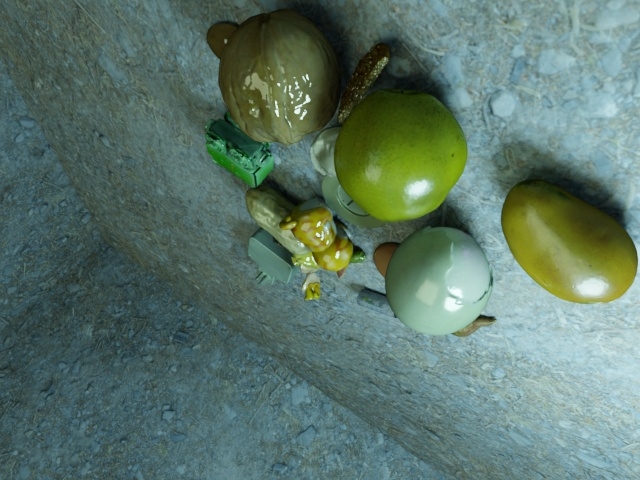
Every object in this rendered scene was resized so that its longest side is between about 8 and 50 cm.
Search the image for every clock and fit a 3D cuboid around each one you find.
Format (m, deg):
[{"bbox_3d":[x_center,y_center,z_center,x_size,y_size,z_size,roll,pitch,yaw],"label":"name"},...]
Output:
[{"bbox_3d":[0.110,-0.131,1.417,0.235,0.029,0.235,27,149,18],"label":"clock"}]

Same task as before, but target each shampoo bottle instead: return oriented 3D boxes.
[{"bbox_3d":[0.239,0.242,1.730,0.214,0.072,0.072,16,143,34],"label":"shampoo bottle"}]

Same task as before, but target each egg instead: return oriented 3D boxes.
[{"bbox_3d":[0.318,0.101,1.245,0.278,0.278,0.336,33,152,12],"label":"egg"}]

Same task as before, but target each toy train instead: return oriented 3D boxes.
[{"bbox_3d":[-0.265,-0.296,1.516,0.243,0.132,0.188,34,158,9],"label":"toy train"}]

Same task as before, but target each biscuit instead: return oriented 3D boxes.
[{"bbox_3d":[0.090,-0.361,1.031,0.025,0.126,0.206,20,145,-18],"label":"biscuit"}]

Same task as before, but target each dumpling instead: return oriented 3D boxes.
[{"bbox_3d":[0.046,-0.245,1.252,0.199,0.118,0.136,-20,120,33],"label":"dumpling"}]

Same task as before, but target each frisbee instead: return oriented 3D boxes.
[{"bbox_3d":[0.285,0.103,1.543,0.251,0.021,0.251,28,150,18],"label":"frisbee"}]

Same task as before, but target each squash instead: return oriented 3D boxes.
[{"bbox_3d":[0.094,0.056,1.665,0.183,0.052,0.052,1,133,52],"label":"squash"}]

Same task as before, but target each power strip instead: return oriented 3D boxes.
[{"bbox_3d":[-0.218,0.102,1.990,0.229,0.141,0.261,36,147,9],"label":"power strip"}]

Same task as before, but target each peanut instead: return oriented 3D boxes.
[{"bbox_3d":[-0.137,-0.080,1.641,0.313,0.152,0.152,42,150,4],"label":"peanut"}]

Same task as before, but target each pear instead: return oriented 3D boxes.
[{"bbox_3d":[0.174,-0.191,1.028,0.294,0.294,0.294,28,148,19],"label":"pear"}]

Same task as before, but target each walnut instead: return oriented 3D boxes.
[{"bbox_3d":[-0.094,-0.369,1.090,0.252,0.277,0.313,57,171,40],"label":"walnut"}]

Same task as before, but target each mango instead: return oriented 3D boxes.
[{"bbox_3d":[0.519,0.002,0.999,0.317,0.173,0.211,46,150,3],"label":"mango"}]

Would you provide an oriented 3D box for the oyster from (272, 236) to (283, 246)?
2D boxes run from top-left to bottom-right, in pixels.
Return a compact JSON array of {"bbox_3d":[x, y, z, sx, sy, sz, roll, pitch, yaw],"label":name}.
[{"bbox_3d":[-0.137,0.002,1.833,0.148,0.051,0.103,31,-174,29],"label":"oyster"}]

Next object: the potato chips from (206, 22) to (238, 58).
[{"bbox_3d":[-0.232,-0.509,1.267,0.201,0.049,0.150,32,155,2],"label":"potato chips"}]

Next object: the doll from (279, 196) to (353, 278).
[{"bbox_3d":[0.007,-0.018,1.532,0.269,0.162,0.167,48,-171,-20],"label":"doll"}]

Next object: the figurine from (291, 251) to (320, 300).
[{"bbox_3d":[-0.039,0.097,1.732,0.131,0.156,0.246,-11,84,40],"label":"figurine"}]

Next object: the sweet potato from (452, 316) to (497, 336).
[{"bbox_3d":[0.480,0.284,1.524,0.068,0.068,0.226,46,149,-12],"label":"sweet potato"}]
